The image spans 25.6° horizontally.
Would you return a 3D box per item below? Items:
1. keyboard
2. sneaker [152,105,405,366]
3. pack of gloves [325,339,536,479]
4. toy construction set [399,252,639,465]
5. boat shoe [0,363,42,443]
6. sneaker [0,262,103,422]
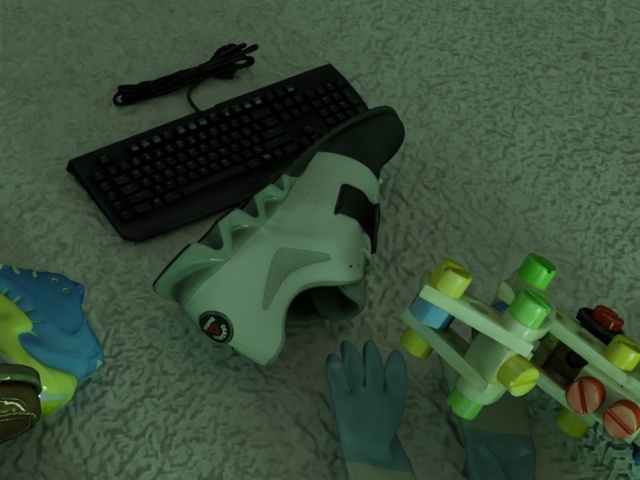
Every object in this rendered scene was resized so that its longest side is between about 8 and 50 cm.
[{"bbox_3d":[-0.109,-0.120,1.433,0.317,0.033,0.201,-24,57,-29],"label":"keyboard"},{"bbox_3d":[0.000,0.000,1.305,0.146,0.122,0.330,44,52,3],"label":"sneaker"},{"bbox_3d":[0.098,0.188,1.200,0.195,0.046,0.232,10,46,-21],"label":"pack of gloves"},{"bbox_3d":[0.220,0.140,1.167,0.328,0.151,0.215,52,24,13],"label":"toy construction set"},{"bbox_3d":[-0.352,0.183,1.064,0.307,0.111,0.104,-18,66,-5],"label":"boat shoe"},{"bbox_3d":[-0.283,0.056,1.216,0.240,0.091,0.126,44,43,17],"label":"sneaker"}]
